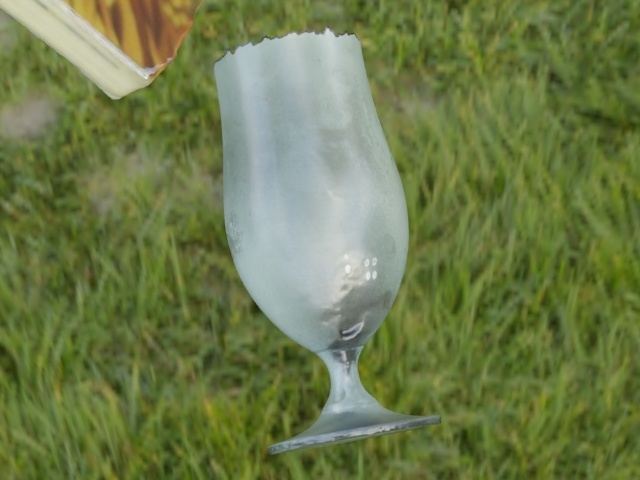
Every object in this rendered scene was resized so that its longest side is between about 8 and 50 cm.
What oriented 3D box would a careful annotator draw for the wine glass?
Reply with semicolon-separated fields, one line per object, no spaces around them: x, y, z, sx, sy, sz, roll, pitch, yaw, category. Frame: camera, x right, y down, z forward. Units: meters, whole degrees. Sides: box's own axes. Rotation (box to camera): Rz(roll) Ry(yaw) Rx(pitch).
0.000;0.000;0.894;0.093;0.093;0.202;-11;84;-5;wine glass

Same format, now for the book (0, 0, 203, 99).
-0.117;-0.305;0.840;0.300;0.039;0.428;38;51;-21;book
